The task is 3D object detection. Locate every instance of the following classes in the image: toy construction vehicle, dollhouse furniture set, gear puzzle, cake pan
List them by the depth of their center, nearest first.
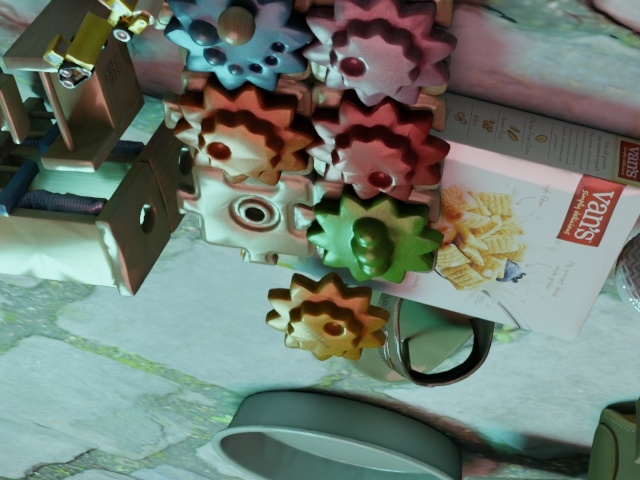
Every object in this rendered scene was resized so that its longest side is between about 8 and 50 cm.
[{"bbox_3d":[-0.114,-0.136,0.817,0.035,0.086,0.098,32,153,-24],"label":"toy construction vehicle"},{"bbox_3d":[-0.011,-0.025,0.922,0.176,0.044,0.339,8,140,8],"label":"gear puzzle"},{"bbox_3d":[-0.172,-0.080,0.976,0.129,0.129,0.183,6,132,21],"label":"dollhouse furniture set"},{"bbox_3d":[0.026,0.236,1.659,0.293,0.054,0.293,12,158,5],"label":"cake pan"}]

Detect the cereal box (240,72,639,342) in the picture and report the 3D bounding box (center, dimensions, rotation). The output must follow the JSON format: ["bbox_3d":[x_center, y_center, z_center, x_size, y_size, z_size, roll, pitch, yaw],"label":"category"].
[{"bbox_3d":[0.076,-0.023,0.974,0.240,0.047,0.173,14,143,1],"label":"cereal box"}]

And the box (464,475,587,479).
[{"bbox_3d":[0.297,0.320,1.537,0.311,0.121,0.148,2,157,2],"label":"box"}]

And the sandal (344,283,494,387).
[{"bbox_3d":[0.087,0.063,1.164,0.120,0.086,0.303,18,156,-14],"label":"sandal"}]

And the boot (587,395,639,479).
[{"bbox_3d":[0.365,0.203,1.341,0.220,0.109,0.283,12,151,-4],"label":"boot"}]

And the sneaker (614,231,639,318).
[{"bbox_3d":[0.313,0.070,1.025,0.269,0.101,0.153,14,155,-6],"label":"sneaker"}]
